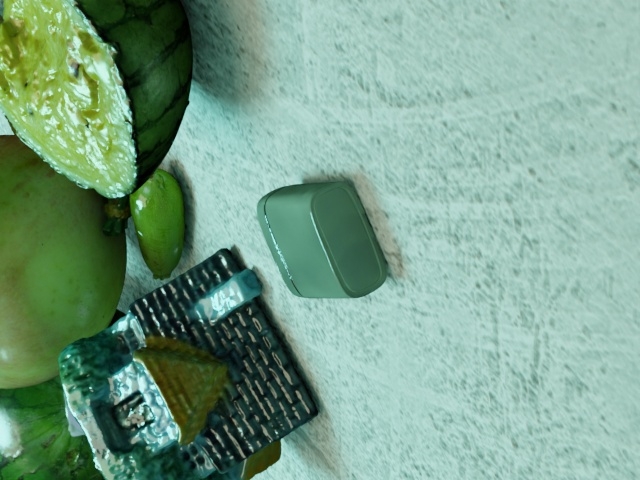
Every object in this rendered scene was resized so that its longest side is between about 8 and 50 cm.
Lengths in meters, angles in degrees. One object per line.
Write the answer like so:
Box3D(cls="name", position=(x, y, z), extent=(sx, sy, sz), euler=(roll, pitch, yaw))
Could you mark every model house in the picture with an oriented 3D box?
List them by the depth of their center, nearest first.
Box3D(cls="model house", position=(-0.131, 0.171, 1.965), extent=(0.241, 0.226, 0.261), euler=(-34, 84, 39))

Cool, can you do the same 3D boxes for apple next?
Box3D(cls="apple", position=(-0.400, 0.021, 2.151), extent=(0.319, 0.277, 0.319), euler=(29, 147, 20))

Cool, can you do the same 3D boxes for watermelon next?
Box3D(cls="watermelon", position=(-0.237, -0.224, 1.741), extent=(0.331, 0.189, 0.331), euler=(36, 154, 21))
Box3D(cls="watermelon", position=(-0.371, 0.247, 2.399), extent=(0.363, 0.363, 0.363), euler=(48, 154, 33))

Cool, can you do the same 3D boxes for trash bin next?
Box3D(cls="trash bin", position=(0.000, 0.000, 1.628), extent=(0.130, 0.059, 0.116), euler=(-3, 113, 65))

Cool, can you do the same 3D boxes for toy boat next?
Box3D(cls="toy boat", position=(-0.268, -0.120, 2.055), extent=(0.089, 0.088, 0.229), euler=(10, 124, 63))

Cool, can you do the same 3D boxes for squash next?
Box3D(cls="squash", position=(-0.201, -0.016, 2.055), extent=(0.066, 0.066, 0.201), euler=(51, 156, 28))

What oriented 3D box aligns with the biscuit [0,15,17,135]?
Box3D(cls="biscuit", position=(-0.414, -0.203, 2.354), extent=(0.290, 0.041, 0.208), euler=(63, 158, -13))
